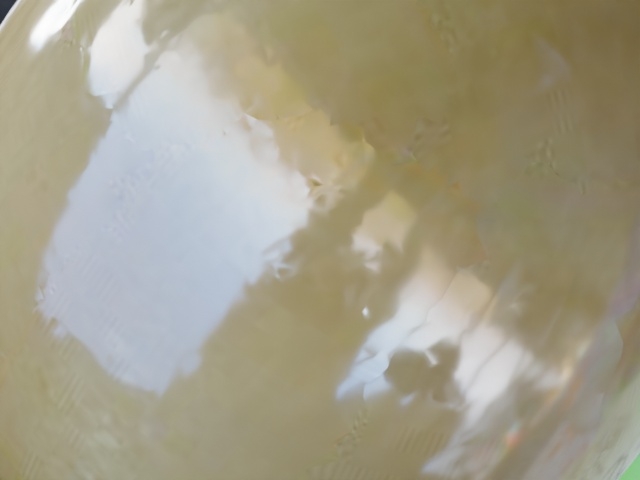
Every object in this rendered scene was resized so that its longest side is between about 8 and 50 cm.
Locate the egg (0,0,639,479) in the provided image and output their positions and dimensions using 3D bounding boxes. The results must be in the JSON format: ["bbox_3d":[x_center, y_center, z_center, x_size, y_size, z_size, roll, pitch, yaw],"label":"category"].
[{"bbox_3d":[0.000,0.000,0.512,0.301,0.374,0.301,14,-123,-23],"label":"egg"}]
